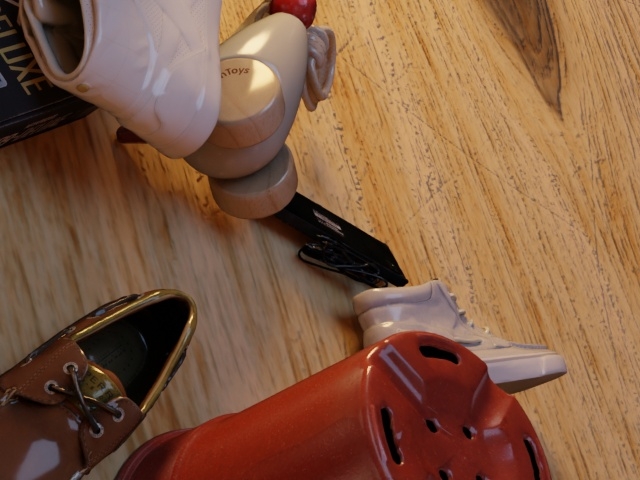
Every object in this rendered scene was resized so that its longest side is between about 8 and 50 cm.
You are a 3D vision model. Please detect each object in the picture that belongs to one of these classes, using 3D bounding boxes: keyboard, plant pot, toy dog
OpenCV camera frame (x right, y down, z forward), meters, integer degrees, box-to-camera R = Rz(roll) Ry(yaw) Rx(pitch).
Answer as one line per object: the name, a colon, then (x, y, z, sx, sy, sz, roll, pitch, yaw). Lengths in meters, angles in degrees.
keyboard: (0.000, 0.000, 1.818, 0.192, 0.038, 0.100, 29, 19, -29)
plant pot: (0.019, 0.214, 1.449, 0.272, 0.265, 0.272, 30, 42, -30)
toy dog: (-0.089, -0.172, 1.746, 0.161, 0.220, 0.333, 5, 34, 8)

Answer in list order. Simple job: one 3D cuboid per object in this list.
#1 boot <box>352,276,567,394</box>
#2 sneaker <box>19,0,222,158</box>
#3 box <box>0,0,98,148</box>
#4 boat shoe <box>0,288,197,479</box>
boot: (0.139, 0.092, 1.833, 0.258, 0.095, 0.123, 1, 68, -48)
sneaker: (-0.172, -0.226, 1.599, 0.169, 0.108, 0.292, 29, 41, -41)
box: (-0.328, -0.218, 1.567, 0.307, 0.076, 0.242, 57, 34, 4)
boat shoe: (-0.195, 0.122, 1.416, 0.111, 0.104, 0.307, 48, 36, -9)
